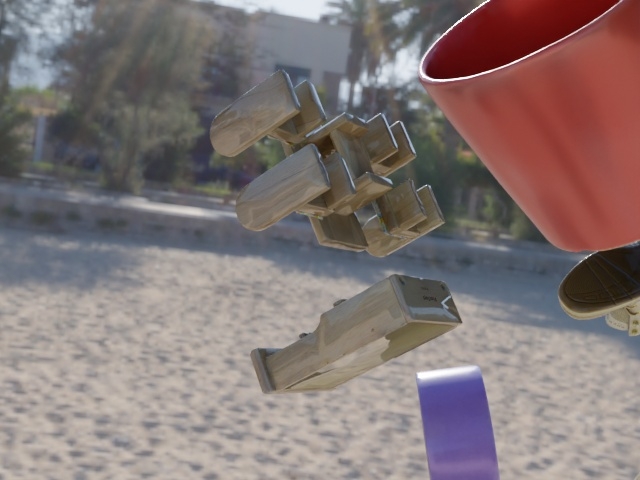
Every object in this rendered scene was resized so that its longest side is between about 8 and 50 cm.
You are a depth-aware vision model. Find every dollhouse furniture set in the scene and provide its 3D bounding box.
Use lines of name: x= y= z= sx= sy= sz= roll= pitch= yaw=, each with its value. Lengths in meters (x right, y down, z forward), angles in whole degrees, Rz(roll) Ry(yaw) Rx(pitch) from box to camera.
dollhouse furniture set: x=0.000 y=0.000 z=0.920 sx=0.161 sy=0.242 sz=0.212 roll=-31 pitch=-22 yaw=27

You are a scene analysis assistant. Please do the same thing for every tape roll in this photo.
tape roll: x=0.167 y=0.250 z=1.206 sx=0.080 sy=0.189 sz=0.189 roll=-9 pitch=2 yaw=4

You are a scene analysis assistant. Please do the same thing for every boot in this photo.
boot: x=0.377 y=0.068 z=1.234 sx=0.213 sy=0.077 sz=0.165 roll=-27 pitch=-30 yaw=-17

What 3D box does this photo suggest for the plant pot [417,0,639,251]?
plant pot: x=0.274 y=-0.138 z=1.037 sx=0.275 sy=0.243 sz=0.275 roll=-28 pitch=21 yaw=12

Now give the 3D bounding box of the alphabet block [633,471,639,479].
alphabet block: x=0.304 y=0.241 z=0.715 sx=0.192 sy=0.197 sz=0.193 roll=36 pitch=47 yaw=22
